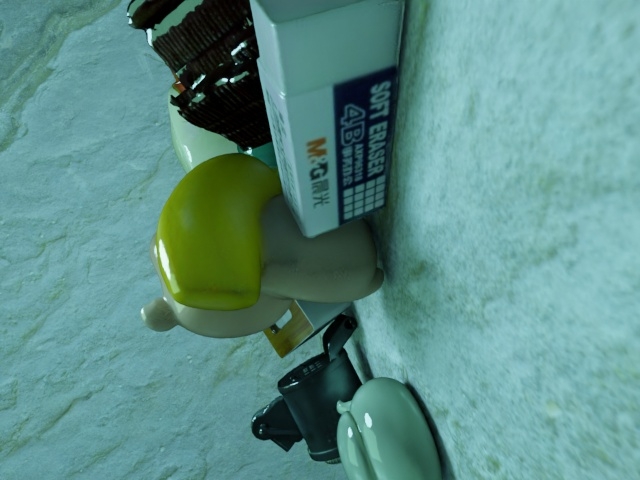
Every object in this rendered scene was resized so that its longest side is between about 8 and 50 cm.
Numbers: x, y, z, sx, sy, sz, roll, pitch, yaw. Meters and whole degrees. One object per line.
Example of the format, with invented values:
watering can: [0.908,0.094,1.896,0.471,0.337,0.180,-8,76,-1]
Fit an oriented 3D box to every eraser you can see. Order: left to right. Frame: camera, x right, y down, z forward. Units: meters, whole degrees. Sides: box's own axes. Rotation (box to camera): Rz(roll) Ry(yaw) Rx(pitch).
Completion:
eraser: [0.012,-0.131,0.491,0.287,0.130,0.086,86,163,-54]

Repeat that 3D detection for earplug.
earplug: [-0.129,-0.283,1.228,0.280,0.164,0.257,102,-171,-51]

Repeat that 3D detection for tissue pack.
tissue pack: [-0.054,0.175,1.144,0.159,0.136,0.246,54,143,13]

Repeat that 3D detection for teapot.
teapot: [0.120,0.393,0.730,0.220,0.149,0.318,91,162,-70]

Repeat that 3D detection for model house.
model house: [-0.089,-0.301,0.682,0.282,0.317,0.297,53,-144,-26]

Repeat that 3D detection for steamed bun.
steamed bun: [-0.350,-0.403,1.583,0.290,0.371,0.456,100,149,-71]

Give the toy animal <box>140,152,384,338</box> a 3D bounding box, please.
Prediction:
toy animal: [-0.104,0.022,0.696,0.278,0.345,0.247,61,142,33]

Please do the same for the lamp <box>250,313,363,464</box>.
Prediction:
lamp: [0.032,0.413,1.136,0.272,0.374,0.205,44,171,-1]

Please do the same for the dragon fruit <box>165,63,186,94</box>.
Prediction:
dragon fruit: [-0.268,-0.470,1.239,0.305,0.305,0.226,88,156,-61]

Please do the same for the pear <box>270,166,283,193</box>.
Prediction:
pear: [-0.085,-0.014,0.925,0.283,0.283,0.284,164,90,-82]
